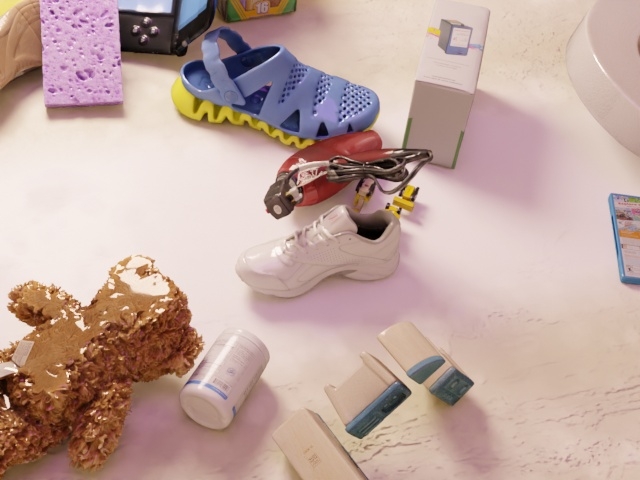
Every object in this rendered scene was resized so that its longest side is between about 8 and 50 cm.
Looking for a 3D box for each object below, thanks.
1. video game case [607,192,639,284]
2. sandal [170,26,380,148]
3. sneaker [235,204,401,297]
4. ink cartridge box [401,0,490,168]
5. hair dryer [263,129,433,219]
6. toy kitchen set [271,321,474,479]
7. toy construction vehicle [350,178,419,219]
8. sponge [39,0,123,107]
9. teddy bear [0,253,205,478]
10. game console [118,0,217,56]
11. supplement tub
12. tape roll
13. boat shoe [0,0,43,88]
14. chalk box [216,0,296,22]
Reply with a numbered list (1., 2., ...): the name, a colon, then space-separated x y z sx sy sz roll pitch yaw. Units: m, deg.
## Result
1. video game case: 0.484 0.001 1.516 0.119 0.015 0.166 7 48 -2
2. sandal: -0.065 -0.229 1.555 0.317 0.138 0.126 10 46 -2
3. sneaker: 0.000 0.000 1.373 0.232 0.115 0.090 -12 51 -19
4. ink cartridge box: 0.191 -0.240 1.590 0.093 0.154 0.212 14 49 6
5. hair dryer: 0.046 -0.090 1.431 0.223 0.080 0.293 -10 20 8
6. toy kitchen set: 0.083 0.219 1.230 0.207 0.166 0.122 -43 59 5
7. toy construction vehicle: 0.088 -0.051 1.491 0.085 0.035 0.098 20 40 8
8. sponge: -0.359 -0.305 1.570 0.117 0.031 0.210 -3 84 -10
9. teddy bear: -0.302 0.158 1.208 0.245 0.113 0.338 27 57 24
10. game console: -0.250 -0.447 1.594 0.250 0.173 0.293 6 82 7
11. supplement tub: -0.113 0.163 1.241 0.071 0.071 0.107 24 49 12
12. tape roll: 0.573 -0.242 1.655 0.391 0.072 0.392 14 46 -15
13. boat shoe: -0.478 -0.283 1.564 0.092 0.103 0.285 -7 31 31
14. chalk box: -0.113 -0.491 1.725 0.132 0.213 0.132 -13 52 -19
